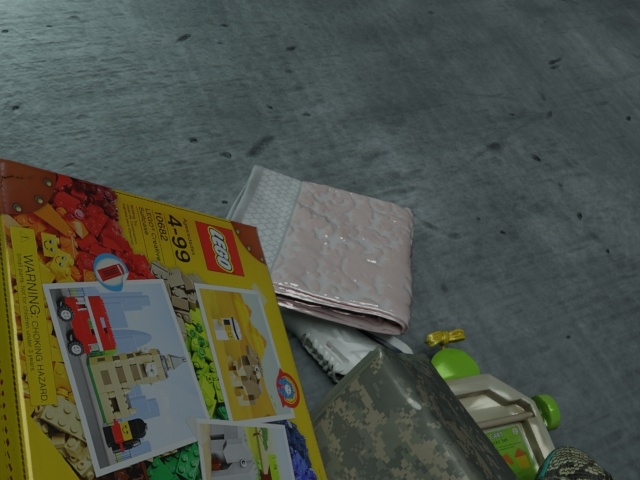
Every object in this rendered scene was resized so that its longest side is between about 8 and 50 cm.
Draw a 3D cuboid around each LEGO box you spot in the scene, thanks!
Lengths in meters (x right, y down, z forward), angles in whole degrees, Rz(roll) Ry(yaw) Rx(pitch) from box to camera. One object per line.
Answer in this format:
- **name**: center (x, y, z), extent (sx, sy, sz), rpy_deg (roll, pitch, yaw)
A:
- **LEGO box**: center (-0.187, 0.213, 0.655), extent (0.373, 0.193, 0.499), rpy_deg (15, 51, -55)

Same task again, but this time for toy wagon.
- **toy wagon**: center (0.236, 0.297, 0.938), extent (0.267, 0.068, 0.344), rpy_deg (-6, 56, -18)

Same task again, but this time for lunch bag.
- **lunch bag**: center (0.071, 0.315, 0.781), extent (0.169, 0.287, 0.235), rpy_deg (23, 25, -53)

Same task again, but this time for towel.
- **towel**: center (0.000, 0.000, 1.037), extent (0.317, 0.053, 0.331), rpy_deg (16, 35, -1)

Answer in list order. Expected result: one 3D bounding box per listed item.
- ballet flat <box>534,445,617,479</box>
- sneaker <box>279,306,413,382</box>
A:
- **ballet flat**: center (0.473, 0.446, 0.816), extent (0.483, 0.164, 0.182), rpy_deg (42, 38, 2)
- **sneaker**: center (0.025, 0.162, 0.975), extent (0.235, 0.090, 0.094), rpy_deg (26, 63, 7)
